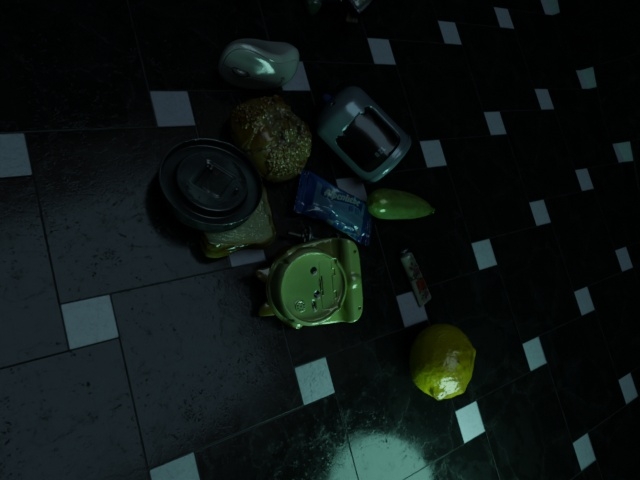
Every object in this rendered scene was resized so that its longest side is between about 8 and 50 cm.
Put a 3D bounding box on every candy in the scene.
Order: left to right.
[{"bbox_3d":[0.055,-0.117,1.697,0.331,0.077,0.187,26,59,-25],"label":"candy"}]

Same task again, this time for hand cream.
[{"bbox_3d":[0.368,0.141,1.826,0.080,0.050,0.234,-30,99,-36],"label":"hand cream"}]

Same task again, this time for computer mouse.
[{"bbox_3d":[-0.201,-0.594,1.619,0.297,0.184,0.121,-15,74,-39],"label":"computer mouse"}]

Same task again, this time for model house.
[{"bbox_3d":[0.083,-1.024,1.883,0.298,0.243,0.284,2,102,-4],"label":"model house"}]

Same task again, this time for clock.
[{"bbox_3d":[-0.329,-0.169,1.412,0.313,0.061,0.312,12,59,-20],"label":"clock"},{"bbox_3d":[-0.036,0.146,1.510,0.348,0.117,0.286,-8,96,-25],"label":"clock"}]

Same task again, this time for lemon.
[{"bbox_3d":[0.433,0.431,1.677,0.233,0.233,0.288,31,53,-20],"label":"lemon"}]

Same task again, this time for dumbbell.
[{"bbox_3d":[0.000,0.000,1.627,0.254,0.081,0.081,14,71,-25],"label":"dumbbell"}]

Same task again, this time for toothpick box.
[{"bbox_3d":[0.134,-0.409,1.736,0.355,0.263,0.263,43,60,-13],"label":"toothpick box"}]

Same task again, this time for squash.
[{"bbox_3d":[0.316,-0.139,1.821,0.371,0.118,0.118,-1,77,-42],"label":"squash"}]

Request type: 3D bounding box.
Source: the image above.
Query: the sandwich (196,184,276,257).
[{"bbox_3d":[-0.273,-0.066,1.482,0.251,0.087,0.226,-10,70,-31],"label":"sandwich"}]

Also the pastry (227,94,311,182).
[{"bbox_3d":[-0.159,-0.354,1.585,0.255,0.162,0.311,-42,98,-29],"label":"pastry"}]
